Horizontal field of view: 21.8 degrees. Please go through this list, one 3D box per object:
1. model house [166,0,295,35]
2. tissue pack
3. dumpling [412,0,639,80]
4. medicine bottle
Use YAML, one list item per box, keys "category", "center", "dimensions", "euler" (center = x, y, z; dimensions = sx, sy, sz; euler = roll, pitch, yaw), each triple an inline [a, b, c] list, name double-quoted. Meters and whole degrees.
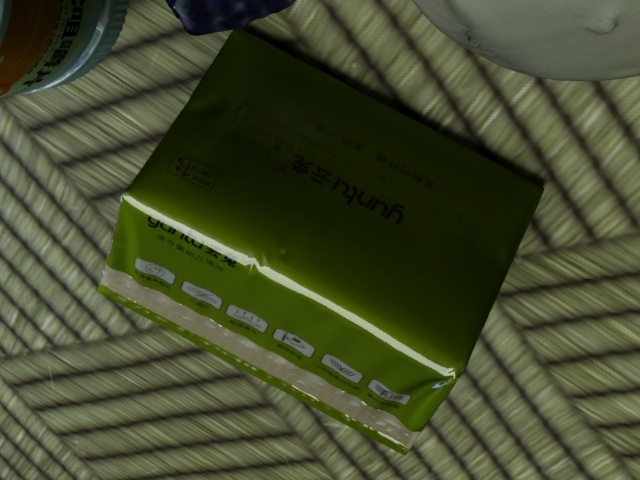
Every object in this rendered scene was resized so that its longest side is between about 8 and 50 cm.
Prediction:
- category: "model house"
  center: [-0.108, -0.268, 0.978]
  dimensions: [0.298, 0.284, 0.243]
  euler: [10, 134, 23]
- category: "tissue pack"
  center: [0.000, 0.000, 1.273]
  dimensions: [0.274, 0.200, 0.167]
  euler: [27, 144, 2]
- category: "dumpling"
  center: [0.172, -0.220, 0.851]
  dimensions: [0.315, 0.395, 0.233]
  euler: [-31, 77, 27]
- category: "medicine bottle"
  center: [-0.248, -0.171, 1.119]
  dimensions: [0.158, 0.318, 0.158]
  euler: [2, 98, 11]
